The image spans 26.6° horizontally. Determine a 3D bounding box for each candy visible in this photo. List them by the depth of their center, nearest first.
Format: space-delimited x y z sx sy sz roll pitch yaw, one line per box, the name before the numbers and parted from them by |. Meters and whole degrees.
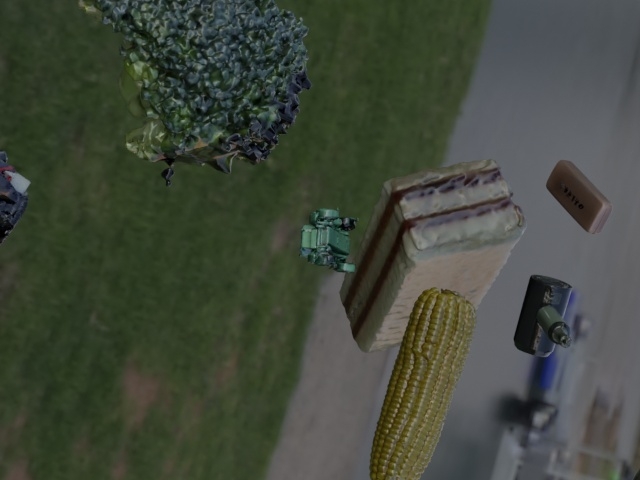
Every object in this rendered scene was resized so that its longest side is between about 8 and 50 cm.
candy | 0.154 0.032 1.960 0.321 0.179 0.135 111 -35 -53

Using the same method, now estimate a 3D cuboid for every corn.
corn | 0.113 0.165 1.503 0.080 0.080 0.231 37 69 -71

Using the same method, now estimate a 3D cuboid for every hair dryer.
hair dryer | 0.288 0.110 1.698 0.198 0.057 0.100 -86 -171 -81

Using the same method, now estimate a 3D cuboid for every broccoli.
broccoli | -0.200 -0.236 1.905 0.281 0.348 0.293 -26 -141 61

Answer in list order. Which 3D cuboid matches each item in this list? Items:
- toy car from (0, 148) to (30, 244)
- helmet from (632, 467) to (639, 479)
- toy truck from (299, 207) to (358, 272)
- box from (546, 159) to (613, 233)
toy car | -0.427 -0.059 1.516 0.301 0.193 0.118 -29 -151 57
helmet | 0.471 0.330 1.791 0.177 0.107 0.153 -62 -168 -13
toy truck | 0.000 0.000 1.861 0.154 0.078 0.080 20 72 -74
box | 0.332 -0.057 1.741 0.025 0.115 0.048 4 124 -29
